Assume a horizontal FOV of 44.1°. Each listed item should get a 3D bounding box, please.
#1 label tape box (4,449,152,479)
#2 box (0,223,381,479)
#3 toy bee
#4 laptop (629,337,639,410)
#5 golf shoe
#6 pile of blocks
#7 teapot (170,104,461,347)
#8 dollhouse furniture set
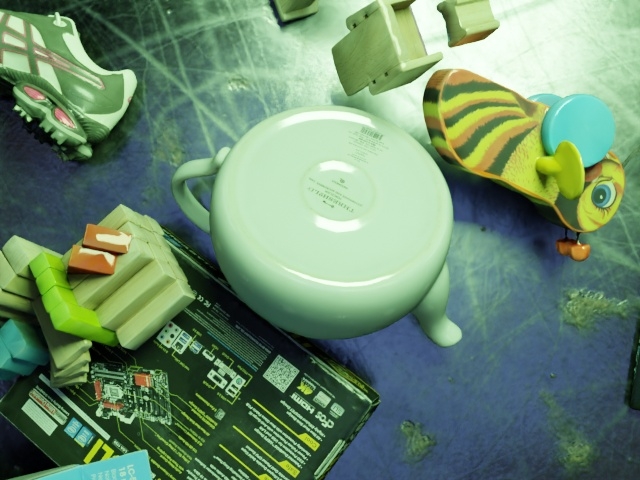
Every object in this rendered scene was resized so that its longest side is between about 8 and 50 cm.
[{"bbox_3d":[-0.309,0.350,0.720,0.333,0.106,0.241,-14,81,0],"label":"label tape box"},{"bbox_3d":[-0.139,0.170,0.828,0.322,0.079,0.257,36,92,12],"label":"box"},{"bbox_3d":[0.238,-0.064,0.778,0.298,0.195,0.162,13,98,8],"label":"toy bee"},{"bbox_3d":[0.472,0.073,0.807,0.234,0.136,0.265,9,90,2],"label":"laptop"},{"bbox_3d":[-0.331,-0.207,0.865,0.273,0.105,0.120,40,75,-4],"label":"golf shoe"},{"bbox_3d":[-0.307,0.069,0.782,0.362,0.112,0.149,-17,65,21],"label":"pile of blocks"},{"bbox_3d":[0.000,0.000,0.806,0.252,0.187,0.256,-14,62,-17],"label":"teapot"},{"bbox_3d":[0.117,-0.319,0.840,0.303,0.198,0.287,-21,93,-23],"label":"dollhouse furniture set"}]
